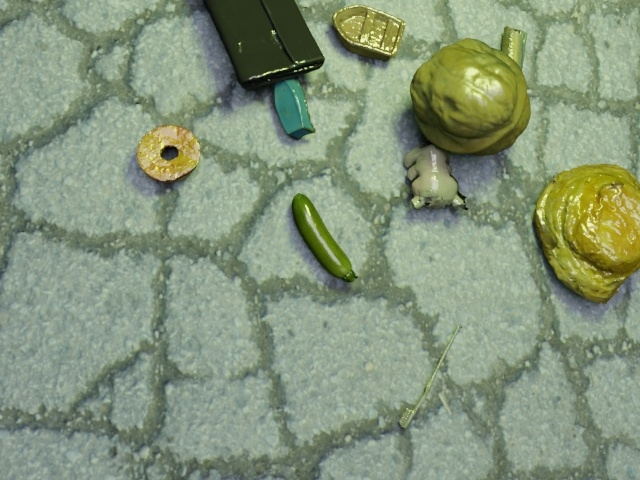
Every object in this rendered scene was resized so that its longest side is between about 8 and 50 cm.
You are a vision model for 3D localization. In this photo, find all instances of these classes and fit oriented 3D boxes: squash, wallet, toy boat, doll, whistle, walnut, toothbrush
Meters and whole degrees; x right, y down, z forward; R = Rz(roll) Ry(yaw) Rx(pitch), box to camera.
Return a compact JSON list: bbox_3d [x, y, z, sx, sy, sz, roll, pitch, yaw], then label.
[{"bbox_3d":[0.000,0.000,1.537,0.069,0.069,0.258,-32,87,-11],"label":"squash"},{"bbox_3d":[-0.167,-0.579,1.564,0.228,0.062,0.406,-21,76,-16],"label":"wallet"},{"bbox_3d":[0.117,-0.545,1.634,0.188,0.061,0.116,18,81,-5],"label":"toy boat"},{"bbox_3d":[0.290,-0.159,1.584,0.149,0.095,0.192,-7,80,-11],"label":"doll"},{"bbox_3d":[-0.066,-0.349,1.582,0.075,0.077,0.185,-22,84,32],"label":"toy boat"},{"bbox_3d":[0.504,-0.416,1.668,0.068,0.057,0.326,11,80,-9],"label":"whistle"},{"bbox_3d":[0.363,-0.342,1.516,0.253,0.282,0.277,-37,55,-13],"label":"walnut"},{"bbox_3d":[0.276,0.336,1.544,0.028,0.026,0.294,33,79,14],"label":"toothbrush"}]

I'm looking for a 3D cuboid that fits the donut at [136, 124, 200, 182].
[{"bbox_3d":[-0.368,-0.208,1.523,0.152,0.058,0.152,1,81,-8],"label":"donut"}]

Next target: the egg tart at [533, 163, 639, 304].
[{"bbox_3d":[0.716,-0.043,1.597,0.351,0.153,0.339,-39,85,-12],"label":"egg tart"}]
